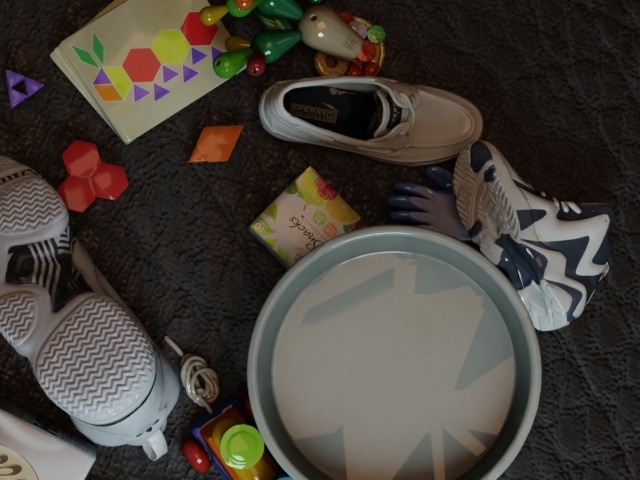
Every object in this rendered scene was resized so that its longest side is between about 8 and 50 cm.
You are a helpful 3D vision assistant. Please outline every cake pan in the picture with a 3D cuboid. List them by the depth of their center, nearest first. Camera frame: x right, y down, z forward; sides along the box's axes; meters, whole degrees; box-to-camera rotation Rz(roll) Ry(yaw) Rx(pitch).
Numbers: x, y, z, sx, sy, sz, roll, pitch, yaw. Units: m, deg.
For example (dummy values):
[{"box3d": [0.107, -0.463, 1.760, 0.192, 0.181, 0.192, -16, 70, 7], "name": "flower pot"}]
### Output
[{"box3d": [0.074, 0.132, 1.362, 0.293, 0.054, 0.293, -1, 83, 5], "name": "cake pan"}]

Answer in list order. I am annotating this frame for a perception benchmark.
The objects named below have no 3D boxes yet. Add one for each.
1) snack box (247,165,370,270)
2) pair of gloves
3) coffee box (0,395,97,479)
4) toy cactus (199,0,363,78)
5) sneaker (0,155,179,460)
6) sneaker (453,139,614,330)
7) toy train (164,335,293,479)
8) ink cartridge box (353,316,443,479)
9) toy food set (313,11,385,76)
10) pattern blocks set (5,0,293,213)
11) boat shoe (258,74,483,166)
[{"box3d": [0.000, 0.000, 1.536, 0.141, 0.037, 0.100, 45, 82, -6], "name": "snack box"}, {"box3d": [0.149, 0.013, 1.547, 0.159, 0.023, 0.198, 8, 75, -19], "name": "pair of gloves"}, {"box3d": [-0.405, 0.225, 1.415, 0.297, 0.119, 0.168, 30, 84, -8], "name": "coffee box"}, {"box3d": [-0.029, -0.263, 1.496, 0.180, 0.112, 0.219, 30, 73, -19], "name": "toy cactus"}, {"box3d": [-0.275, 0.081, 1.441, 0.137, 0.210, 0.366, -35, 59, -10], "name": "sneaker"}, {"box3d": [0.257, -0.031, 1.546, 0.153, 0.094, 0.235, -35, 93, -35], "name": "sneaker"}, {"box3d": [-0.098, 0.210, 1.457, 0.105, 0.143, 0.248, -35, 94, -10], "name": "toy train"}, {"box3d": [0.083, 0.208, 1.474, 0.100, 0.172, 0.237, 18, 85, -8], "name": "ink cartridge box"}, {"box3d": [0.034, -0.222, 1.560, 0.083, 0.020, 0.082, 10, 86, -9], "name": "toy food set"}, {"box3d": [-0.193, -0.206, 1.515, 0.325, 0.026, 0.285, -26, 93, -11], "name": "pattern blocks set"}, {"box3d": [0.067, -0.142, 1.521, 0.267, 0.088, 0.096, 10, 87, -16], "name": "boat shoe"}]
